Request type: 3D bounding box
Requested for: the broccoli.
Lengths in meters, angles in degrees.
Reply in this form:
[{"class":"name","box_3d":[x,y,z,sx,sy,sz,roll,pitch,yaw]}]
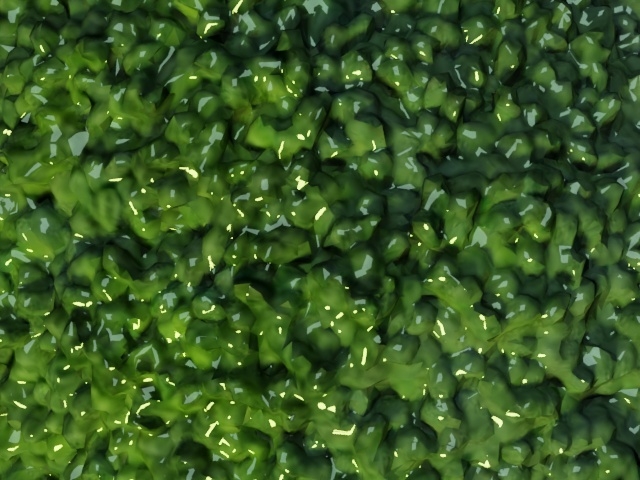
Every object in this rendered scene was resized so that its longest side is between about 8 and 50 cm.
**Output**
[{"class":"broccoli","box_3d":[0.001,-0.002,0.390,0.198,0.176,0.226,0,55,-13]}]
